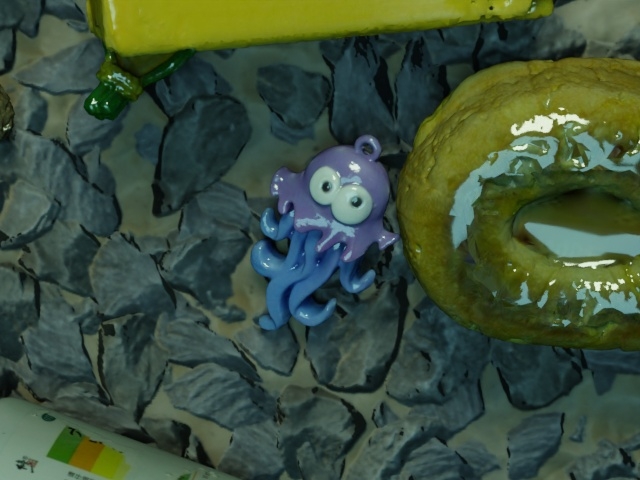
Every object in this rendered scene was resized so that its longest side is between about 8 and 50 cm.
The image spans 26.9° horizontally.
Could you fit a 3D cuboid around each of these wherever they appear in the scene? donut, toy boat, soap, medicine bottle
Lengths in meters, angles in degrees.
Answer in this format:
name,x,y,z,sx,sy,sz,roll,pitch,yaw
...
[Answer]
name,x,y,z,sx,sy,sz,roll,pitch,yaw
donut,0.186,-0.025,0.976,0.261,0.128,0.209,-1,110,4
toy boat,-0.107,-0.192,0.984,0.089,0.088,0.229,29,112,-3
soap,0.004,-0.231,0.885,0.324,0.096,0.204,-9,114,-14
medicine bottle,-0.218,0.213,1.121,0.296,0.161,0.111,19,112,3

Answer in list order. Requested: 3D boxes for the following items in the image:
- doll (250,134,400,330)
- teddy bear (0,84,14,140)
name,x,y,z,sx,sy,sz,roll,pitch,yaw
doll,0.000,0.000,1.057,0.110,0.067,0.206,30,123,6
teddy bear,-0.382,-0.081,1.047,0.251,0.129,0.182,16,87,-28
